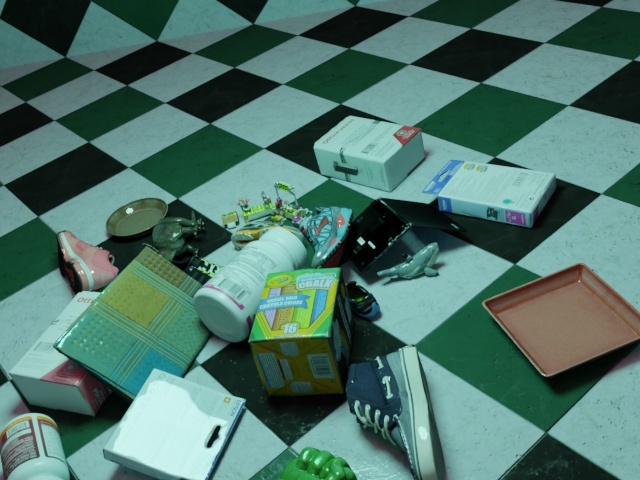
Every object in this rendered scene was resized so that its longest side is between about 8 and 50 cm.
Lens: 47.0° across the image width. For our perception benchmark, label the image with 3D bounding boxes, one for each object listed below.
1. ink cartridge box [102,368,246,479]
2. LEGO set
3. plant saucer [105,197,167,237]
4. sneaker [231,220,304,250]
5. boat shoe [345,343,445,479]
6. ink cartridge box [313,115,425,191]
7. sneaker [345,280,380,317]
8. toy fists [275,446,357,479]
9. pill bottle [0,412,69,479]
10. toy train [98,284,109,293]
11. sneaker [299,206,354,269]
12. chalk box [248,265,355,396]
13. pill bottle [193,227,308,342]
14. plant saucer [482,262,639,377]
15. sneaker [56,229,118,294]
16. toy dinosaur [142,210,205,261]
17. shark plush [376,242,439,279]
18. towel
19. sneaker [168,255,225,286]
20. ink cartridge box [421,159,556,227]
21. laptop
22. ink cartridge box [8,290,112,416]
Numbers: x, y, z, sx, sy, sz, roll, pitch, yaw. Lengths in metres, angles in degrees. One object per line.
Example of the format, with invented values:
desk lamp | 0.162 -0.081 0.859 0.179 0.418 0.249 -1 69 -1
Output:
ink cartridge box | -0.298 0.393 1.536 0.224 0.045 0.223 17 43 10
LEGO set | -0.156 -0.105 2.126 0.287 0.107 0.132 5 40 25
plant saucer | -0.563 -0.063 2.276 0.199 0.036 0.198 -9 35 7
sneaker | -0.140 -0.020 2.030 0.215 0.084 0.083 2 34 24
boat shoe | 0.137 0.348 1.415 0.158 0.127 0.340 -16 27 9
ink cartridge box | 0.147 -0.269 2.233 0.273 0.114 0.197 19 48 37
sneaker | 0.065 0.122 1.764 0.067 0.078 0.188 -39 40 -28
toy fists | 0.029 0.472 1.292 0.142 0.096 0.279 -29 36 -20
pill bottle | -0.580 0.464 1.495 0.121 0.121 0.221 -25 37 -15
toy train | -0.572 0.131 2.033 0.083 0.017 0.023 -23 47 -12
sneaker | 0.000 0.000 1.859 0.125 0.104 0.261 14 33 6
chalk box | -0.031 0.179 1.638 0.179 0.180 0.288 -5 35 13
pill bottle | -0.163 0.102 1.803 0.160 0.160 0.283 14 44 34
plant saucer | 0.519 0.174 1.561 0.259 0.047 0.258 -20 36 -9
sneaker | -0.668 0.061 2.112 0.136 0.115 0.314 -11 30 -29
toy dinosaur | -0.419 -0.022 2.099 0.161 0.121 0.313 2 41 0
shark plush | 0.216 0.053 1.813 0.161 0.067 0.073 -12 36 4
towel | -0.407 0.203 1.733 0.271 0.040 0.370 36 44 -4
sneaker | -0.312 0.088 1.929 0.235 0.097 0.084 -3 38 16
ink cartridge box | 0.453 -0.133 1.987 0.311 0.065 0.186 15 45 32
laptop | 0.201 -0.013 1.920 0.264 0.136 0.234 -44 26 2
ink cartridge box | -0.560 0.263 1.762 0.207 0.117 0.283 4 40 24
